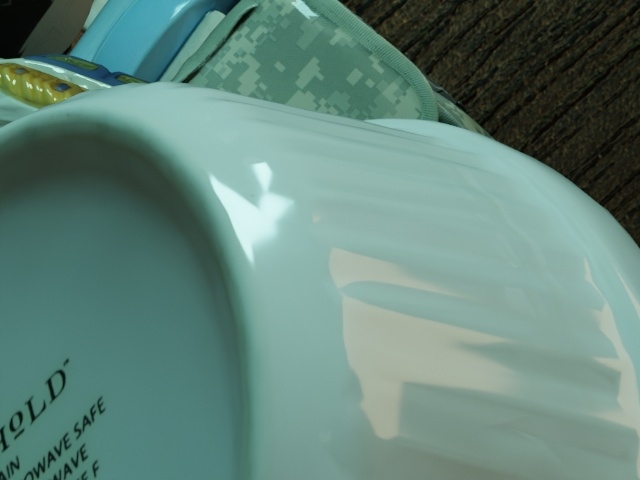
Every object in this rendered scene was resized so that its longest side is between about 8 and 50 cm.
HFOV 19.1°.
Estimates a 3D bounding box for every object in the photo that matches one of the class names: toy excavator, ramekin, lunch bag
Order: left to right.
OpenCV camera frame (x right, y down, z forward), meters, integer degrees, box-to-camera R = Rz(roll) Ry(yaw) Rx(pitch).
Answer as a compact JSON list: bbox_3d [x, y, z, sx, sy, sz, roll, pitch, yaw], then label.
[{"bbox_3d":[-0.040,0.085,0.490,0.127,0.273,0.273,21,21,-40],"label":"ramekin"},{"bbox_3d":[-0.106,-0.134,1.553,0.445,0.222,0.433,38,3,29],"label":"toy excavator"},{"bbox_3d":[0.000,0.000,1.170,0.287,0.235,0.169,40,5,-26],"label":"lunch bag"}]

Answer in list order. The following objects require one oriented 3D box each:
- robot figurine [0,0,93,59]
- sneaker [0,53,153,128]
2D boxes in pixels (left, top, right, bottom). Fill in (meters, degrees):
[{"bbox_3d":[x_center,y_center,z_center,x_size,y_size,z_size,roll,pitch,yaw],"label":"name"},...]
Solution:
[{"bbox_3d":[-0.236,-0.181,1.122,0.209,0.173,0.278,47,0,17],"label":"robot figurine"},{"bbox_3d":[-0.202,-0.044,0.907,0.296,0.131,0.112,23,18,13],"label":"sneaker"}]
